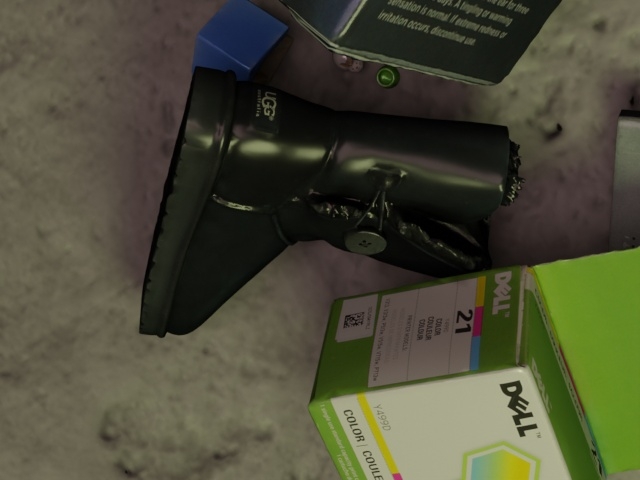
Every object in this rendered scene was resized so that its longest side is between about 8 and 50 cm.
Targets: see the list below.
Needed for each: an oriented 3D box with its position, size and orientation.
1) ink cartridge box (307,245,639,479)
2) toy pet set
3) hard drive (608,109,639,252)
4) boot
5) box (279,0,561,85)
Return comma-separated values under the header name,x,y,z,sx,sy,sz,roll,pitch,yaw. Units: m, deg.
name,x,y,z,sx,sy,sz,roll,pitch,yaw
ink cartridge box,0.146,0.109,0.884,0.255,0.097,0.189,-12,125,19
toy pet set,-0.017,-0.110,0.953,0.114,0.065,0.122,35,108,9
hard drive,0.244,-0.026,0.895,0.135,0.022,0.094,7,115,17
boot,0.000,0.000,0.942,0.207,0.094,0.246,13,142,-8
box,0.062,-0.328,0.779,0.293,0.212,0.395,42,109,23
